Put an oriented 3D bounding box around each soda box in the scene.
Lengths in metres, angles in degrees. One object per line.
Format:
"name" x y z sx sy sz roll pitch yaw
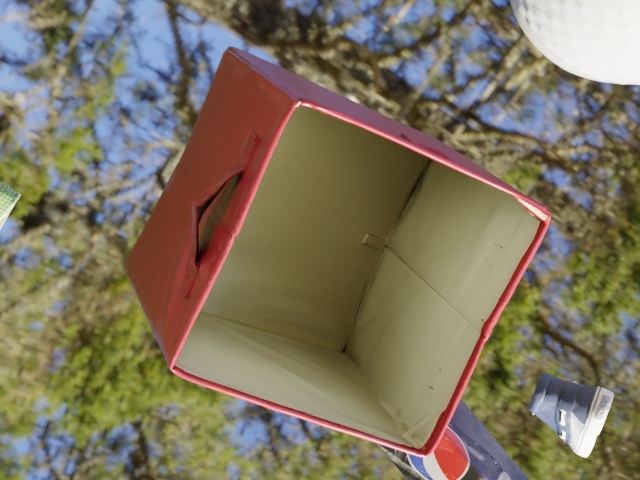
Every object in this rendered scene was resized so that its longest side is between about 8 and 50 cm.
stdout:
"soda box" 0.092 0.157 1.047 0.169 0.060 0.053 49 -62 5

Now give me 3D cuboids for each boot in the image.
"boot" 0.284 0.196 1.591 0.086 0.190 0.069 20 -109 12

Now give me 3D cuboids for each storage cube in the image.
"storage cube" 0.000 0.000 0.913 0.183 0.215 0.193 -65 -158 9

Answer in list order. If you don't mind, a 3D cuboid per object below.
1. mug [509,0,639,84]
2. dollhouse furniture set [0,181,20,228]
"mug" 0.331 -0.238 1.177 0.374 0.276 0.328 60 -25 6
"dollhouse furniture set" -0.238 0.014 0.764 0.151 0.076 0.058 -53 -179 31
